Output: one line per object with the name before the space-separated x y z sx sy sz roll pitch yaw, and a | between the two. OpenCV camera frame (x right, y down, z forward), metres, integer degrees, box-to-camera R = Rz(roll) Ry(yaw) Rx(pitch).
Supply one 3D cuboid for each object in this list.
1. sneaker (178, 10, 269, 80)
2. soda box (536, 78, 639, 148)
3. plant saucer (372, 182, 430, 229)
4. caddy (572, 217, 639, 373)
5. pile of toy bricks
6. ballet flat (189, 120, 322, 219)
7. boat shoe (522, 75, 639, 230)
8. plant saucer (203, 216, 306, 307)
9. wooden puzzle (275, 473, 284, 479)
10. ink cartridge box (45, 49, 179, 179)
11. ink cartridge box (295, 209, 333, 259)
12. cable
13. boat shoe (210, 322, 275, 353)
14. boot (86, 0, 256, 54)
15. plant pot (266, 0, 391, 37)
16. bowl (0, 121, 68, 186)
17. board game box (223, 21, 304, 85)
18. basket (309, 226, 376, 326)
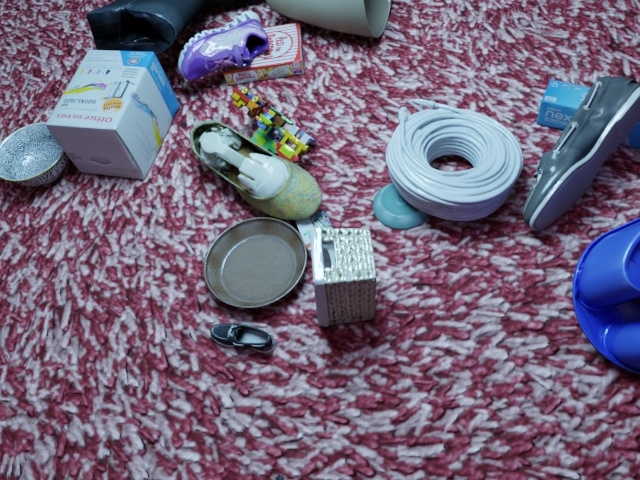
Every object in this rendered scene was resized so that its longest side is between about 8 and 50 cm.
sneaker | -0.217 -0.441 1.354 0.236 0.095 0.104 -35 66 -13
soda box | 0.551 -0.254 1.161 0.210 0.071 0.067 21 64 21
plant saucer | 0.162 -0.076 1.144 0.119 0.021 0.119 -4 57 7
caddy | 0.567 0.064 0.895 0.341 0.179 0.241 -23 79 -6
pile of toy bricks | -0.115 -0.231 1.259 0.212 0.118 0.105 40 99 12
ballet flat | -0.147 -0.149 1.169 0.123 0.123 0.348 -43 55 -18
boat shoe | 0.469 -0.164 1.075 0.335 0.112 0.095 -50 52 -2
plant saucer | -0.121 0.046 1.106 0.198 0.036 0.199 -5 56 8
wooden puzzle | -0.073 0.402 0.883 0.083 0.006 0.049 -43 60 -18
ink cartridge box | -0.455 -0.281 1.295 0.171 0.168 0.233 6 59 13
ink cartridge box | 0.000 0.000 1.118 0.063 0.029 0.115 -21 56 -4
cable | 0.254 -0.152 1.124 0.257 0.089 0.257 14 55 11
boat shoe | -0.141 0.168 1.028 0.125 0.038 0.046 14 61 18
boot | -0.298 -0.589 1.397 0.367 0.146 0.445 -7 32 19
plant pot | 0.010 -0.624 1.397 0.274 0.256 0.256 8 59 20
bowl | -0.638 -0.179 1.314 0.170 0.080 0.170 -5 56 7
board game box | -0.139 -0.461 1.431 0.193 0.045 0.147 -8 57 5
basket | 0.039 0.063 0.993 0.103 0.167 0.113 -4 57 -1
